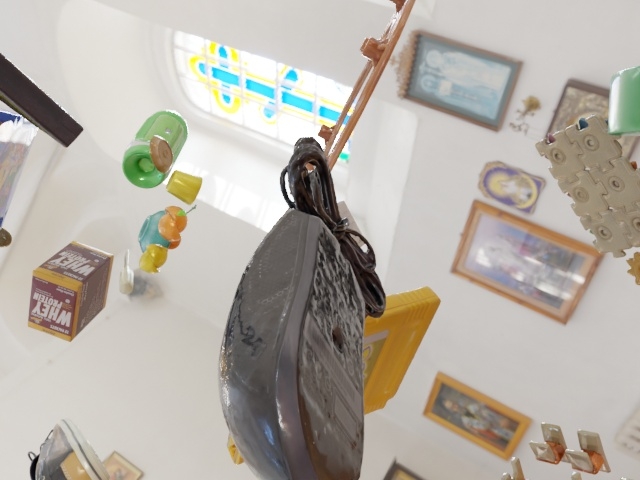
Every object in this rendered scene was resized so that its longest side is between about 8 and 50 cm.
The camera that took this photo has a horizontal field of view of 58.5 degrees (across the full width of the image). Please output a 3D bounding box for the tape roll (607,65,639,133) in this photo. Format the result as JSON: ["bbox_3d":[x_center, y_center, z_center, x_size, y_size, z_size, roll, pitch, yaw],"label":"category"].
[{"bbox_3d":[0.515,-0.166,0.668,0.321,0.320,0.077,-17,-72,-60],"label":"tape roll"}]

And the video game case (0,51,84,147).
[{"bbox_3d":[-0.423,-0.235,0.644,0.035,0.248,0.275,-51,-41,-11],"label":"video game case"}]

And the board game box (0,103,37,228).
[{"bbox_3d":[-0.578,-0.115,0.941,0.347,0.078,0.234,-149,80,-74],"label":"board game box"}]

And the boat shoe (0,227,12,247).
[{"bbox_3d":[-0.787,-0.013,1.317,0.048,0.152,0.056,121,158,-66],"label":"boat shoe"}]

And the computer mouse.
[{"bbox_3d":[-0.014,0.064,0.413,0.272,0.072,0.189,-78,-31,-54],"label":"computer mouse"}]

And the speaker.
[{"bbox_3d":[-0.445,-0.257,1.561,0.297,0.131,0.131,-90,8,-57],"label":"speaker"}]

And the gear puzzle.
[{"bbox_3d":[0.516,-0.057,0.978,0.044,0.339,0.175,-32,1,-19],"label":"gear puzzle"}]

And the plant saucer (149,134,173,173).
[{"bbox_3d":[-0.342,-0.188,1.244,0.083,0.015,0.084,-8,-90,-74],"label":"plant saucer"}]

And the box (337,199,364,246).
[{"bbox_3d":[0.000,0.000,0.969,0.102,0.101,0.087,-34,-82,-49],"label":"box"}]

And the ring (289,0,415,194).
[{"bbox_3d":[0.035,-0.182,0.741,0.337,0.032,0.336,-62,5,10],"label":"ring"}]

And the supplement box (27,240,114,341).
[{"bbox_3d":[-0.694,0.138,1.595,0.194,0.128,0.192,-69,-1,-64],"label":"supplement box"}]

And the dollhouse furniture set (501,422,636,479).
[{"bbox_3d":[0.457,0.480,1.013,0.262,0.259,0.135,-36,-71,-36],"label":"dollhouse furniture set"}]

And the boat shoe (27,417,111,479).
[{"bbox_3d":[-0.670,0.587,1.492,0.156,0.187,0.500,-35,7,-28],"label":"boat shoe"}]

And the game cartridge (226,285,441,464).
[{"bbox_3d":[0.021,0.216,0.919,0.323,0.053,0.286,-9,-47,-30],"label":"game cartridge"}]

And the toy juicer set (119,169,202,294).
[{"bbox_3d":[-0.356,0.015,1.264,0.329,0.089,0.209,-47,32,32],"label":"toy juicer set"}]
